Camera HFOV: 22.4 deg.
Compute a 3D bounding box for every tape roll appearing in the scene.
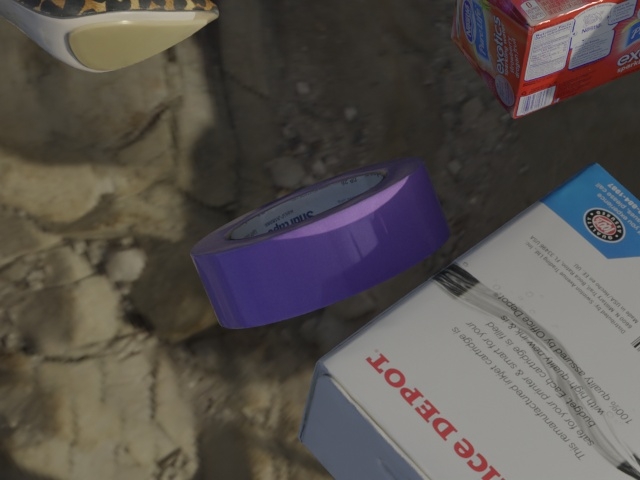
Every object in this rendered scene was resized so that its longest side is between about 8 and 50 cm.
[{"bbox_3d":[0.000,0.000,1.772,0.274,0.275,0.090,-20,101,14],"label":"tape roll"}]

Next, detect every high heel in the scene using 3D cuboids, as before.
[{"bbox_3d":[-0.228,-0.234,1.369,0.261,0.093,0.186,-10,64,-14],"label":"high heel"}]

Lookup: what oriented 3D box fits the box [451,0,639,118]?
[{"bbox_3d":[0.262,-0.233,1.498,0.257,0.128,0.123,-22,58,-17],"label":"box"}]

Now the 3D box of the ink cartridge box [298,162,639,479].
[{"bbox_3d":[0.217,0.150,1.571,0.395,0.166,0.285,-33,67,-27],"label":"ink cartridge box"}]
